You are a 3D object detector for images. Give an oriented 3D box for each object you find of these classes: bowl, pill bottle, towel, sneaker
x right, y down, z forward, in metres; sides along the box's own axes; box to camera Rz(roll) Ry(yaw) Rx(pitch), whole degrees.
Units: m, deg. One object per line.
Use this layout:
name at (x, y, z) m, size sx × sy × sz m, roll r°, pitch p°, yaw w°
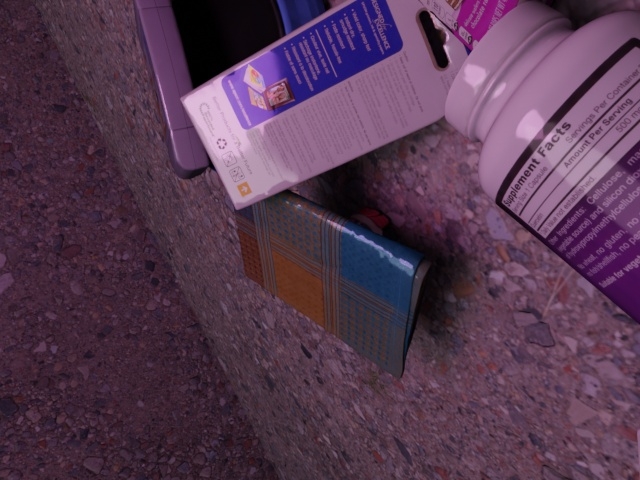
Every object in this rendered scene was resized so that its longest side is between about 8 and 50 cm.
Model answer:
bowl at (-0.144, -0.290, 0.783) m, size 0.391 × 0.077 × 0.391 m, roll 19°, pitch 118°, yaw 42°
pill bottle at (0.260, -0.050, 0.365) m, size 0.323 × 0.181 × 0.181 m, roll 48°, pitch 148°, yaw 22°
towel at (-0.001, 0.047, 0.765) m, size 0.370 × 0.040 × 0.271 m, roll 29°, pitch 140°, yaw 27°
sneaker at (0.076, 0.089, 0.845) m, size 0.121 × 0.112 × 0.299 m, roll 20°, pitch 132°, yaw 49°

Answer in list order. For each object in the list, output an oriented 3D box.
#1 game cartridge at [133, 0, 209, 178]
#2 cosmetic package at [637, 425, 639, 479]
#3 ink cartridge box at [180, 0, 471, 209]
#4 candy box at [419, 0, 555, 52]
game cartridge at (-0.247, -0.254, 0.757) m, size 0.198 × 0.062 × 0.297 m, roll -170°, pitch 66°, yaw -75°
cosmetic package at (0.382, 0.186, 0.381) m, size 0.151 × 0.184 × 0.151 m, roll 12°, pitch 125°, yaw 53°
ink cartridge box at (0.007, -0.189, 0.610) m, size 0.371 × 0.069 × 0.175 m, roll -21°, pitch 101°, yaw 23°
candy box at (0.117, -0.296, 0.419) m, size 0.233 × 0.071 × 0.159 m, roll 53°, pitch 176°, yaw 15°
